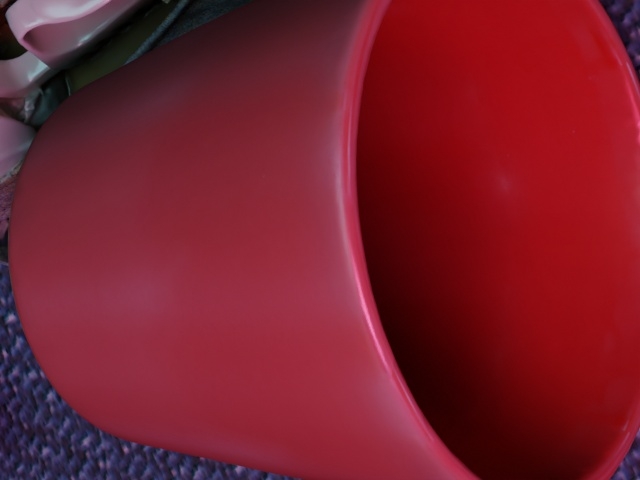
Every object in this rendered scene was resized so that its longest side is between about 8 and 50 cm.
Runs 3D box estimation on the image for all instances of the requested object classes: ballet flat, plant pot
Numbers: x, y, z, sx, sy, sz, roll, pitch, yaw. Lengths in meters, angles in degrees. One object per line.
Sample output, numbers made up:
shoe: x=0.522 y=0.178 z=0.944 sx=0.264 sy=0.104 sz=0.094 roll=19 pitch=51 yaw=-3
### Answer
ballet flat: x=-0.154 y=-0.105 z=1.034 sx=0.316 sy=0.106 sz=0.107 roll=-38 pitch=76 yaw=26
plant pot: x=0.000 y=0.000 z=0.912 sx=0.243 sy=0.275 sz=0.275 roll=-7 pitch=91 yaw=37

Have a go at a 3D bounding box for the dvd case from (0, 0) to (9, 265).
dvd case: x=-0.223 y=-0.087 z=1.147 sx=0.253 sy=0.022 sz=0.180 roll=16 pitch=101 yaw=27
